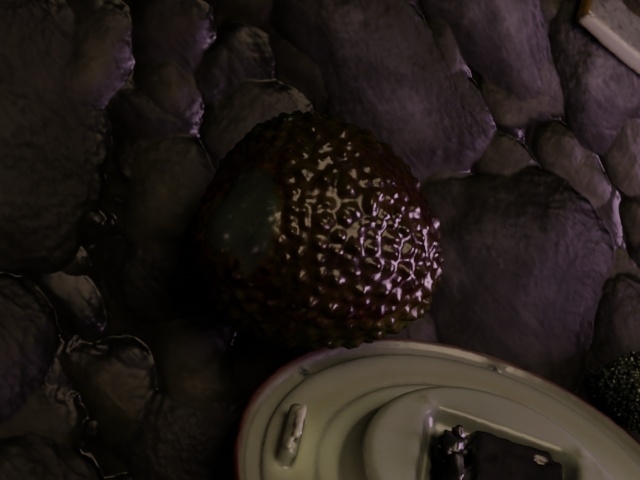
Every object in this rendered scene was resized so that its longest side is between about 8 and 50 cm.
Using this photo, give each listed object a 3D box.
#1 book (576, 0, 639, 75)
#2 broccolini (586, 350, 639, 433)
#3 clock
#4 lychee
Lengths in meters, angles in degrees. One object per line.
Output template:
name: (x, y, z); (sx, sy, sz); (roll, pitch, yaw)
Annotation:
book: (0.376, -0.266, 1.519); (0.269, 0.032, 0.389); (33, 54, -19)
broccolini: (0.290, 0.079, 1.273); (0.216, 0.067, 0.058); (-28, 124, -40)
clock: (0.099, 0.167, 0.992); (0.318, 0.080, 0.318); (14, 32, -9)
lychee: (0.000, 0.000, 1.048); (0.171, 0.171, 0.171); (16, 60, -29)
